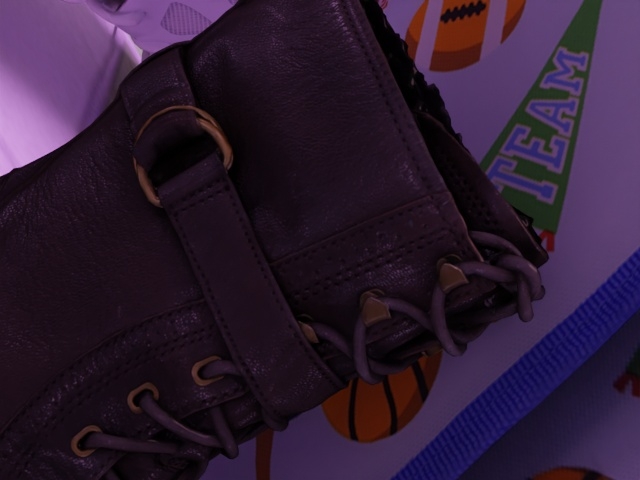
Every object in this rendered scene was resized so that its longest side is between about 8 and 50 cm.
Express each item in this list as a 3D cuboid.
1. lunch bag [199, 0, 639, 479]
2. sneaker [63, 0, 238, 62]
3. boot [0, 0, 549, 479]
[{"bbox_3d":[0.103,0.089,0.556,0.385,0.328,0.239,49,22,18],"label":"lunch bag"},{"bbox_3d":[-0.097,-0.160,0.842,0.447,0.257,0.169,114,-37,-58],"label":"sneaker"},{"bbox_3d":[-0.043,0.050,0.456,0.091,0.229,0.263,41,26,-62],"label":"boot"}]
